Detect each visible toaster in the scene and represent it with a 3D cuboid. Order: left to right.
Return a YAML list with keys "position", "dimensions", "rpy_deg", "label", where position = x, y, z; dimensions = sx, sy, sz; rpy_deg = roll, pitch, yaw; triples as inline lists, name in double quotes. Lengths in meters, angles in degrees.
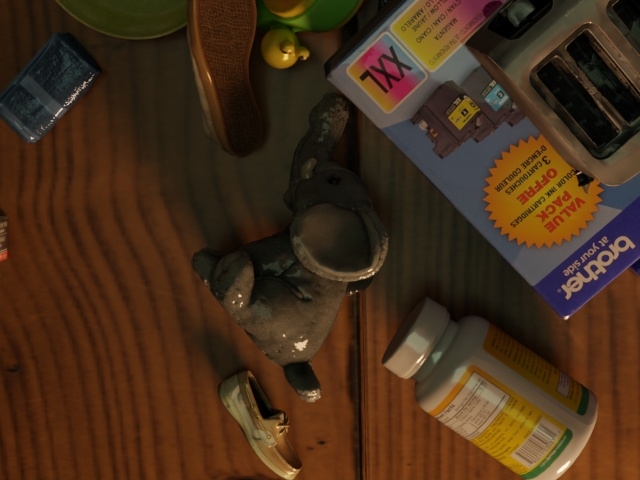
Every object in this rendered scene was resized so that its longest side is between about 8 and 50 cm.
- position: [0.238, -0.148, 0.777]
  dimensions: [0.168, 0.110, 0.185]
  rpy_deg: [-41, 101, 11]
  label: "toaster"

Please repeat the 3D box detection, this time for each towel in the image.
- position: [-0.300, -0.167, 1.048]
  dimensions: [0.119, 0.029, 0.067]
  rpy_deg: [-44, 93, 10]
  label: "towel"

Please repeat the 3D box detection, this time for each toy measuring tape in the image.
- position: [0.017, -0.325, 0.943]
  dimensions: [0.121, 0.121, 0.330]
  rpy_deg: [21, 100, 3]
  label: "toy measuring tape"

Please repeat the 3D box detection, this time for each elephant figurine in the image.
- position: [0.000, 0.000, 0.988]
  dimensions: [0.239, 0.169, 0.186]
  rpy_deg: [-40, 122, -5]
  label: "elephant figurine"

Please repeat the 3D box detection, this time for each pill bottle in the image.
- position: [0.173, 0.152, 1.001]
  dimensions: [0.208, 0.117, 0.117]
  rpy_deg: [34, 100, 0]
  label: "pill bottle"

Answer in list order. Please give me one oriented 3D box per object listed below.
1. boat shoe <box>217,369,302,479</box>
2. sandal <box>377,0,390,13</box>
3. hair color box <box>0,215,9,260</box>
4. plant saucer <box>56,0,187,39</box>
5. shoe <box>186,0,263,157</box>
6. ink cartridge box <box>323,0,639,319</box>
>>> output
- position: [-0.060, 0.206, 1.068]
  dimensions: [0.045, 0.050, 0.135]
  rpy_deg: [-36, 93, 15]
  label: "boat shoe"
- position: [0.087, -0.227, 0.996]
  dimensions: [0.067, 0.040, 0.179]
  rpy_deg: [23, 111, 6]
  label: "sandal"
- position: [-0.444, -0.005, 1.055]
  dimensions: [0.167, 0.093, 0.053]
  rpy_deg: [6, 100, 6]
  label: "hair color box"
- position: [-0.195, -0.331, 0.985]
  dimensions: [0.241, 0.037, 0.241]
  rpy_deg: [6, 112, 14]
  label: "plant saucer"
- position: [-0.106, -0.189, 0.976]
  dimensions: [0.077, 0.058, 0.219]
  rpy_deg: [-25, 127, -31]
  label: "shoe"
- position: [0.235, -0.118, 0.921]
  dimensions: [0.395, 0.151, 0.270]
  rpy_deg: [44, 103, -12]
  label: "ink cartridge box"
